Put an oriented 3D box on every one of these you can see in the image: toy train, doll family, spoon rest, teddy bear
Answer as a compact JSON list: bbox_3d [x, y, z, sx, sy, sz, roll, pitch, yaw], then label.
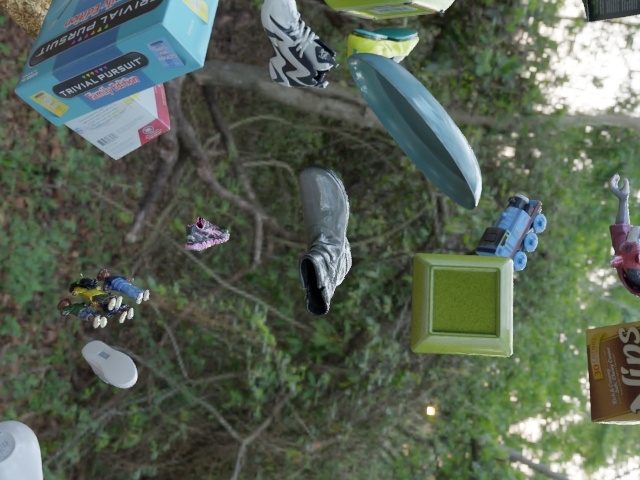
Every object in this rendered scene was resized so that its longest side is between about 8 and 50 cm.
[{"bbox_3d":[0.416,-0.017,1.661,0.080,0.105,0.184,12,-114,55],"label":"toy train"},{"bbox_3d":[-0.412,0.103,1.442,0.193,0.111,0.076,1,108,-70],"label":"doll family"},{"bbox_3d":[-0.600,0.475,1.523,0.137,0.276,0.084,-32,147,-23],"label":"spoon rest"},{"bbox_3d":[-0.686,-0.544,1.950,0.113,0.245,0.338,-44,143,-5],"label":"teddy bear"}]

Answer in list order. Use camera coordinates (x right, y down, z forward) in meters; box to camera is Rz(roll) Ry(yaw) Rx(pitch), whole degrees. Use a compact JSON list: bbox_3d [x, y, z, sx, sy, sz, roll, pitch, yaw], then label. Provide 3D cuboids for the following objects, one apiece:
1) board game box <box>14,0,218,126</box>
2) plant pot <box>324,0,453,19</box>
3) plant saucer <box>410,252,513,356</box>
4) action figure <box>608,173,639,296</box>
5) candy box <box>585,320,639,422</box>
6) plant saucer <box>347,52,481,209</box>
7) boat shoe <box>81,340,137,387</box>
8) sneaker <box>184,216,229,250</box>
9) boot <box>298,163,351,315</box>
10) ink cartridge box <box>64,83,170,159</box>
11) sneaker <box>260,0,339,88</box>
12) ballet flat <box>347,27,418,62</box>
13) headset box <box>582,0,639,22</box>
[{"bbox_3d":[-0.247,-0.336,1.023,0.079,0.253,0.336,44,41,-44],"label":"board game box"},{"bbox_3d":[0.128,-0.526,1.419,0.227,0.228,0.207,-14,104,-59],"label":"plant pot"},{"bbox_3d":[0.263,0.115,1.416,0.045,0.188,0.188,74,18,-78],"label":"plant saucer"},{"bbox_3d":[0.626,0.046,1.414,0.248,0.370,0.276,40,-58,43],"label":"action figure"},{"bbox_3d":[0.634,0.234,1.386,0.316,0.087,0.183,-23,-120,56],"label":"candy box"},{"bbox_3d":[0.160,-0.183,1.240,0.043,0.318,0.317,-39,175,0],"label":"plant saucer"},{"bbox_3d":[-0.447,0.277,1.643,0.066,0.184,0.063,-43,134,-33],"label":"boat shoe"},{"bbox_3d":[-0.210,-0.018,1.420,0.119,0.047,0.057,-25,109,-63],"label":"sneaker"},{"bbox_3d":[0.000,0.000,1.381,0.161,0.083,0.247,-60,142,-59],"label":"boot"},{"bbox_3d":[-0.370,-0.253,1.331,0.176,0.128,0.128,41,30,-54],"label":"ink cartridge box"},{"bbox_3d":[-0.031,-0.403,1.549,0.094,0.153,0.235,-47,149,-41],"label":"sneaker"},{"bbox_3d":[0.109,-0.344,1.393,0.231,0.077,0.077,-28,132,-58],"label":"ballet flat"},{"bbox_3d":[0.510,-0.546,1.325,0.283,0.131,0.247,-71,152,-54],"label":"headset box"}]
